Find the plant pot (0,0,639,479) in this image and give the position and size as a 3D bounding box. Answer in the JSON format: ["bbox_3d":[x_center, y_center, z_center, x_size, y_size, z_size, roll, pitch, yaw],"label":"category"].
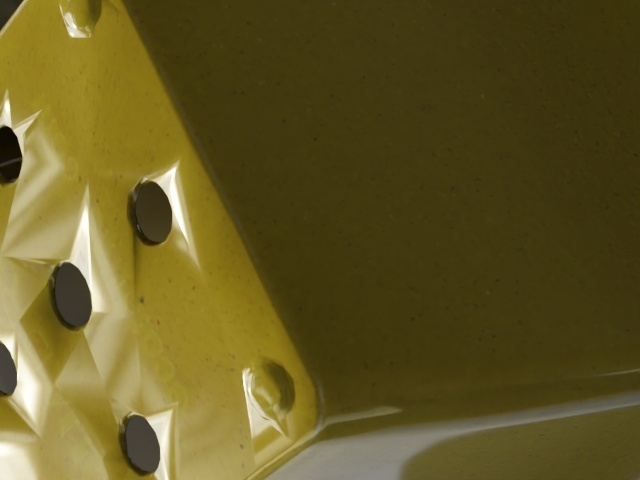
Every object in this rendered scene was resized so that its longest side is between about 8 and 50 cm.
[{"bbox_3d":[0.000,0.000,0.526,0.212,0.187,0.212,-41,-110,43],"label":"plant pot"}]
